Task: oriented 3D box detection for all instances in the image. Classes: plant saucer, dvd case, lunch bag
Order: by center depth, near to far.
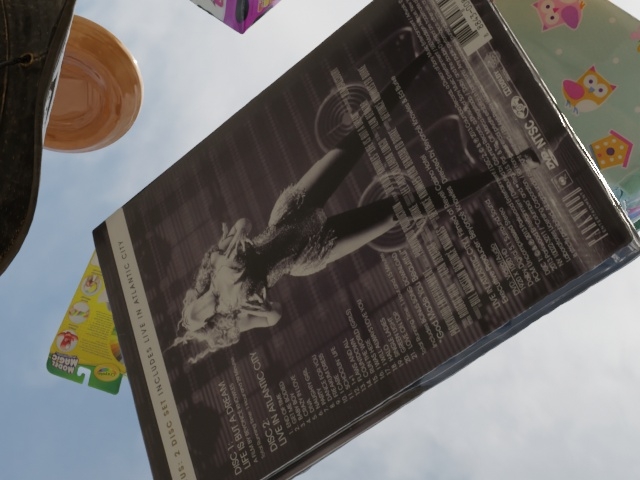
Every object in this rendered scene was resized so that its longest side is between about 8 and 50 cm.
[{"bbox_3d":[0.000,0.000,0.436,0.221,0.018,0.164,-36,-126,20],"label":"dvd case"},{"bbox_3d":[0.242,-0.123,0.971,0.223,0.262,0.160,39,-85,19],"label":"lunch bag"},{"bbox_3d":[-0.318,-0.183,1.286,0.200,0.200,0.037,-14,-142,12],"label":"plant saucer"}]

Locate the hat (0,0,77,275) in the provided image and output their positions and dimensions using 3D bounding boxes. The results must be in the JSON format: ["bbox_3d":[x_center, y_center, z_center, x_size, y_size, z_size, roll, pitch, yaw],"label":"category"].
[{"bbox_3d":[-0.276,-0.088,0.636,0.331,0.134,0.331,-23,-122,44],"label":"hat"}]

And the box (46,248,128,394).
[{"bbox_3d":[-0.236,0.086,1.216,0.105,0.043,0.179,15,-110,19],"label":"box"}]

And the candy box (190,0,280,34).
[{"bbox_3d":[-0.018,-0.314,0.928,0.071,0.159,0.233,36,-119,14],"label":"candy box"}]
